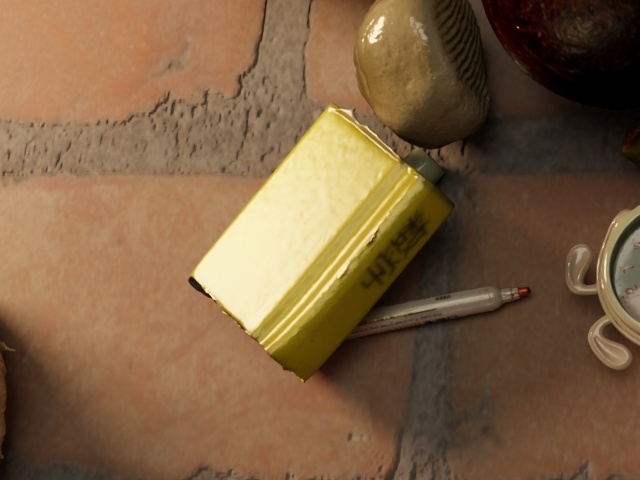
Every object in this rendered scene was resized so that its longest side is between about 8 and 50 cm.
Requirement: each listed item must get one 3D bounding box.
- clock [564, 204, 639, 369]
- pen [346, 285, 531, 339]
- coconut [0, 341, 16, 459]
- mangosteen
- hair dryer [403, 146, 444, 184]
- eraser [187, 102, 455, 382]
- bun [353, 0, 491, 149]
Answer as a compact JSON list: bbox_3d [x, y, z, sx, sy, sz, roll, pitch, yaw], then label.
[{"bbox_3d":[0.314,0.032,1.571,0.191,0.062,0.151,-21,65,9],"label":"clock"},{"bbox_3d":[0.085,0.067,1.648,0.218,0.026,0.026,-12,66,12],"label":"pen"},{"bbox_3d":[-0.440,0.125,1.658,0.297,0.254,0.297,-7,65,15],"label":"coconut"},{"bbox_3d":[0.296,-0.244,1.571,0.330,0.330,0.330,-6,67,15],"label":"mangosteen"},{"bbox_3d":[0.055,-0.078,1.714,0.063,0.038,0.124,-45,56,-6],"label":"hair dryer"},{"bbox_3d":[0.000,0.000,1.643,0.226,0.069,0.158,-51,46,3],"label":"eraser"},{"bbox_3d":[0.087,-0.164,1.667,0.113,0.173,0.167,-16,84,20],"label":"bun"}]
